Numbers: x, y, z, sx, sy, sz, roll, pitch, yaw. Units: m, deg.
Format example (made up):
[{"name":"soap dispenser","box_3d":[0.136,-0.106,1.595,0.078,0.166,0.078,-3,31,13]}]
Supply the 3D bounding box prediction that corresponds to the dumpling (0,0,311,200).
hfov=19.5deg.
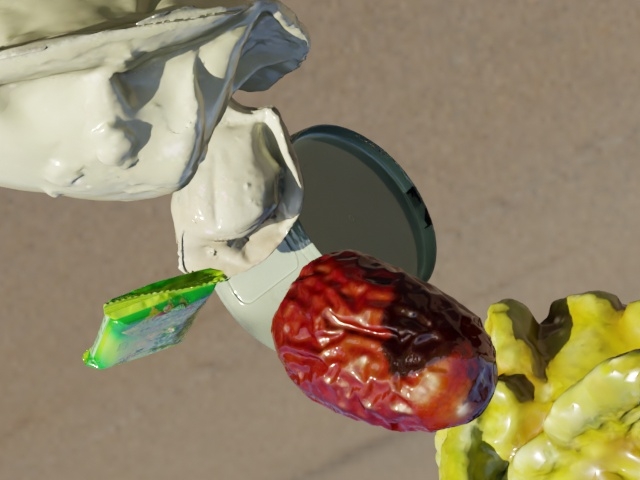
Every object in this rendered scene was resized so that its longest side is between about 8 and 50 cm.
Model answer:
[{"name":"dumpling","box_3d":[-0.181,-0.151,1.548,0.395,0.233,0.315,-9,169,-31]}]

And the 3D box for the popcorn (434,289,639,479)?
[{"name":"popcorn","box_3d":[0.221,0.191,1.690,0.325,0.290,0.321,-38,129,-23]}]

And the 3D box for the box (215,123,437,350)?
[{"name":"box","box_3d":[0.000,0.000,2.077,0.226,0.226,0.149,9,146,-42]}]

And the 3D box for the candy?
[{"name":"candy","box_3d":[-0.139,0.064,1.521,0.102,0.032,0.178,-21,168,-19]}]

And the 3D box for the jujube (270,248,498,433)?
[{"name":"jujube","box_3d":[0.046,0.076,1.341,0.176,0.112,0.109,25,-145,37]}]

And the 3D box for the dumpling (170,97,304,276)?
[{"name":"dumpling","box_3d":[-0.084,-0.053,1.893,0.136,0.199,0.118,6,-168,3]}]
